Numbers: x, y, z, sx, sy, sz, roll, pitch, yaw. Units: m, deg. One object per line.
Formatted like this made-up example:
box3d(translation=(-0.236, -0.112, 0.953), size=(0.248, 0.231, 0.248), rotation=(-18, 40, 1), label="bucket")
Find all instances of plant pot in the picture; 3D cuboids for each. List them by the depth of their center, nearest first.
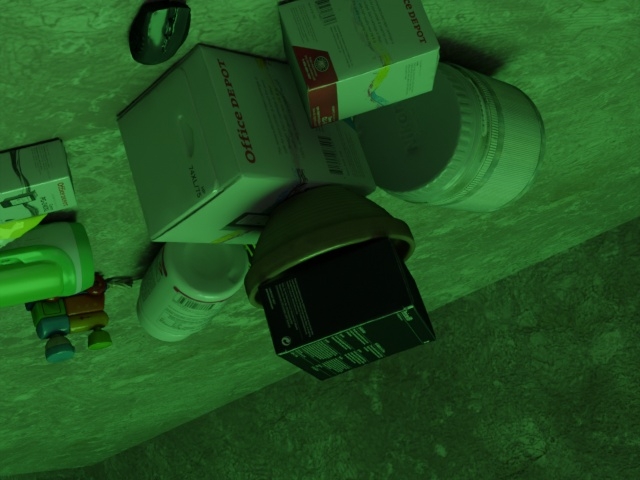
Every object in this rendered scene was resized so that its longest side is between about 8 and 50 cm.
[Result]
box3d(translation=(0.000, 0.000, 1.394), size=(0.237, 0.109, 0.237), rotation=(-18, 162, -6), label="plant pot")

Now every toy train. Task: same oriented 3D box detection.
box3d(translation=(-0.433, 0.147, 1.992), size=(0.248, 0.143, 0.105), rotation=(-8, 160, -32), label="toy train")

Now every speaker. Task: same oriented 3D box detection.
box3d(translation=(-0.520, 0.049, 1.638), size=(0.297, 0.131, 0.131), rotation=(-11, 161, -24), label="speaker")

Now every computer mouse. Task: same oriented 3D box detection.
box3d(translation=(-0.164, -0.271, 1.179), size=(0.071, 0.041, 0.242), rotation=(-8, 159, -29), label="computer mouse")

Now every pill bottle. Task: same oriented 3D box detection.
box3d(translation=(-0.255, 0.086, 1.967), size=(0.160, 0.160, 0.283), rotation=(-9, 161, -29), label="pill bottle")

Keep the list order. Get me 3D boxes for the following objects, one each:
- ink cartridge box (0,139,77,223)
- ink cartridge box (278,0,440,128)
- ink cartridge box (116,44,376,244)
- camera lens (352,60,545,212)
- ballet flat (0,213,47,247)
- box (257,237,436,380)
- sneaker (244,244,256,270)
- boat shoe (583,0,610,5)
box3d(translation=(-0.427, -0.078, 1.452), size=(0.150, 0.063, 0.109), rotation=(-15, 162, -12), label="ink cartridge box")
box3d(translation=(0.050, -0.247, 1.328), size=(0.176, 0.128, 0.127), rotation=(-18, 163, -3), label="ink cartridge box")
box3d(translation=(-0.102, -0.122, 1.434), size=(0.197, 0.198, 0.270), rotation=(-32, 158, 36), label="ink cartridge box")
box3d(translation=(0.206, -0.159, 1.605), size=(0.219, 0.219, 0.274), rotation=(-30, 159, 32), label="camera lens")
box3d(translation=(-0.520, -0.010, 1.520), size=(0.231, 0.077, 0.077), rotation=(-7, -161, -27), label="ballet flat")
box3d(translation=(0.044, 0.101, 1.393), size=(0.184, 0.103, 0.261), rotation=(-18, 162, 7), label="box")
box3d(translation=(-0.074, -0.029, 1.909), size=(0.147, 0.145, 0.384), rotation=(-36, 169, -15), label="sneaker")
box3d(translation=(0.390, -0.408, 1.321), size=(0.079, 0.084, 0.233), rotation=(-53, 170, -27), label="boat shoe")
